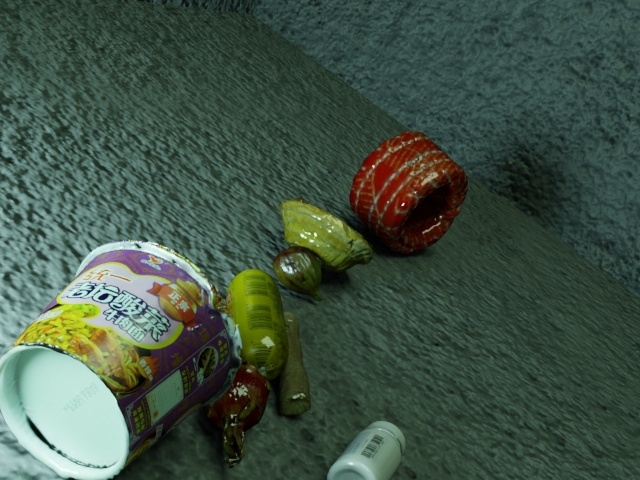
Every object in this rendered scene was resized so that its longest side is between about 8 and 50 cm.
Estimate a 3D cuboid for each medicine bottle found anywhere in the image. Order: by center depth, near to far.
[{"bbox_3d":[0.092,0.421,1.644,0.103,0.102,0.187,35,25,11],"label":"medicine bottle"}]

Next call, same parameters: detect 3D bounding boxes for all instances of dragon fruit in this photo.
[{"bbox_3d":[-0.152,0.313,1.568,0.125,0.125,0.246,25,32,-19],"label":"dragon fruit"}]

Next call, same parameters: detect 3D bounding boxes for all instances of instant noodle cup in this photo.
[{"bbox_3d":[-0.330,0.198,1.375,0.340,0.339,0.266,33,33,7],"label":"instant noodle cup"}]

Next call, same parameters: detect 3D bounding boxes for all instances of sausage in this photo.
[{"bbox_3d":[-0.136,0.176,1.834,0.123,0.123,0.347,21,27,-19],"label":"sausage"}]

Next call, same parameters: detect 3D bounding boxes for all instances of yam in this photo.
[{"bbox_3d":[-0.066,0.253,1.835,0.066,0.066,0.299,21,26,-19],"label":"yam"}]

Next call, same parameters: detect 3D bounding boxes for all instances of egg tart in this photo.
[{"bbox_3d":[0.000,0.000,2.264,0.290,0.115,0.290,32,-10,6],"label":"egg tart"}]

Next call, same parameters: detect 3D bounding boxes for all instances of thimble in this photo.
[{"bbox_3d":[0.270,-0.144,2.635,0.350,0.350,0.230,-3,40,-50],"label":"thimble"}]

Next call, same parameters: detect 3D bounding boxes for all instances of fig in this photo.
[{"bbox_3d":[-0.047,0.088,2.142,0.154,0.109,0.103,62,8,4],"label":"fig"}]
